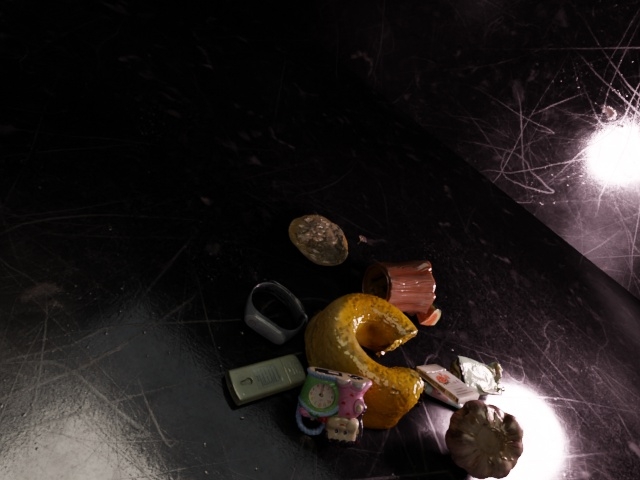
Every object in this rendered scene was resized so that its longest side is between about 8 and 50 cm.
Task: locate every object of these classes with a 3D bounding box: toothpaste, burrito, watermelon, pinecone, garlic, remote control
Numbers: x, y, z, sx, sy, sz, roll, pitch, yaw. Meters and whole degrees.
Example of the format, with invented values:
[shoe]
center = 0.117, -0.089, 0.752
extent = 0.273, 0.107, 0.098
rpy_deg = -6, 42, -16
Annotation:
[toothpaste]
center = 0.441, 0.546, 1.616
extent = 0.205, 0.036, 0.056
rpy_deg = 28, 30, -16
[burrito]
center = 0.582, 0.513, 1.723
extent = 0.229, 0.089, 0.143
rpy_deg = 15, 56, -25
[watermelon]
center = 0.421, 0.299, 1.832
extent = 0.094, 0.125, 0.135
rpy_deg = -50, 124, -28
[pinecone]
center = 0.309, 0.503, 1.523
extent = 0.077, 0.077, 0.083
rpy_deg = 27, 37, -12
[garlic]
center = 0.513, 0.624, 1.467
extent = 0.245, 0.160, 0.244
rpy_deg = -1, 73, 4
[remote control]
center = -0.151, 0.389, 1.314
extent = 0.234, 0.038, 0.098
rpy_deg = -4, 52, -40

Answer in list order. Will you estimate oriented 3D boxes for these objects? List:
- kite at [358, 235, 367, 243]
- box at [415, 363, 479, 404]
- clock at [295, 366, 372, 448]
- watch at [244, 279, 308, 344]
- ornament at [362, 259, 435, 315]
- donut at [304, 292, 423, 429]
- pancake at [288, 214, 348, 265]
[kite]
center = 0.184, 0.003, 2.027
extent = 0.044, 0.002, 0.078
rpy_deg = 29, 36, -9
[box]
center = 0.431, 0.488, 1.595
extent = 0.109, 0.029, 0.198
rpy_deg = 5, 16, -35
[clock]
center = 0.032, 0.460, 1.280
extent = 0.194, 0.195, 0.100
rpy_deg = 10, -1, 0
[watch]
center = -0.140, 0.226, 1.478
extent = 0.206, 0.068, 0.193
rpy_deg = 32, 38, -2
[ornament]
center = 0.290, 0.171, 1.778
extent = 0.218, 0.235, 0.221
rpy_deg = 4, 22, -31
[donut]
center = 0.143, 0.348, 1.488
extent = 0.378, 0.163, 0.435
rpy_deg = 23, 39, -15
[pancake]
center = 0.000, -0.001, 1.847
extent = 0.283, 0.049, 0.282
rpy_deg = 22, 38, -18
